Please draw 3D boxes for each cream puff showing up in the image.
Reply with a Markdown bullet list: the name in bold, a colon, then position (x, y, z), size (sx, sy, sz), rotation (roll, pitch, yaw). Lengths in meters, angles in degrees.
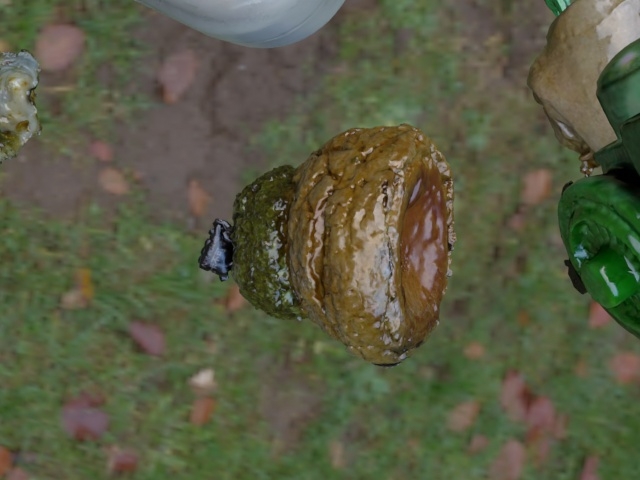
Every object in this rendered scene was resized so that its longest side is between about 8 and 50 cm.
- **cream puff**: position (0.000, 0.000, 1.397), size (0.183, 0.169, 0.183), rotation (4, 90, -69)

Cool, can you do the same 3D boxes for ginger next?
- **ginger**: position (0.226, -0.066, 1.238), size (0.074, 0.137, 0.213), rotation (-15, 82, -55)

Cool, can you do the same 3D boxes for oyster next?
- **oyster**: position (-0.200, -0.080, 1.135), size (0.132, 0.029, 0.086), rotation (35, 57, -75)

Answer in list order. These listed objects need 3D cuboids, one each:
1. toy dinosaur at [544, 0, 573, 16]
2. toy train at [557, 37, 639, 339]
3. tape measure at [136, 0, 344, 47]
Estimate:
- **toy dinosaur**: position (0.190, -0.205, 1.516), size (0.021, 0.083, 0.062), rotation (-33, 122, 9)
- **toy train**: position (0.213, 0.024, 0.757), size (0.145, 0.202, 0.266), rotation (-29, 92, -19)
- **tape measure**: position (-0.084, -0.234, 0.945), size (0.265, 0.258, 0.130), rotation (-65, 167, 7)
